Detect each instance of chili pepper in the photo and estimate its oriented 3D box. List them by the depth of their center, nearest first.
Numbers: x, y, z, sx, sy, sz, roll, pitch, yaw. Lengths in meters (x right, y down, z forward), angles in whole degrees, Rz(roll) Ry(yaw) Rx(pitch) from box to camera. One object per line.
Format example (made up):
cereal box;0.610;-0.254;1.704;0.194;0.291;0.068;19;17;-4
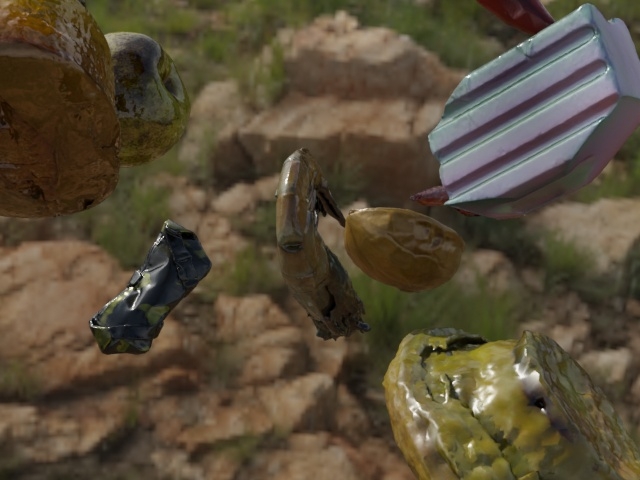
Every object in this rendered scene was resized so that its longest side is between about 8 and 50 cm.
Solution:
chili pepper;0.149;-0.043;1.441;0.178;0.027;0.045;0;-17;-40
chili pepper;0.221;-0.439;1.971;0.137;0.368;0.092;-20;9;40

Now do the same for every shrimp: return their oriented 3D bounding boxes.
shrimp;-0.008;0.001;1.613;0.075;0.289;0.178;-8;58;18

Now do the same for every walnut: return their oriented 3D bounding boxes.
walnut;0.071;0.014;1.232;0.121;0.091;0.052;21;64;-31

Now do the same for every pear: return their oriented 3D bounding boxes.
pear;-0.295;-0.202;2.073;0.197;0.197;0.197;4;30;-2

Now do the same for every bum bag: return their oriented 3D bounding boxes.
bum bag;-0.261;0.082;2.177;0.107;0.060;0.232;33;79;10

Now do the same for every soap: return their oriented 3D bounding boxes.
soap;0.147;-0.079;0.960;0.056;0.149;0.100;13;55;-49

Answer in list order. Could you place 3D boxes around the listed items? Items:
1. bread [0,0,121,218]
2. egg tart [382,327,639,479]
bread;-0.285;-0.124;1.335;0.195;0.269;0.142;-4;60;1
egg tart;0.177;0.170;1.159;0.294;0.123;0.294;40;22;-20
